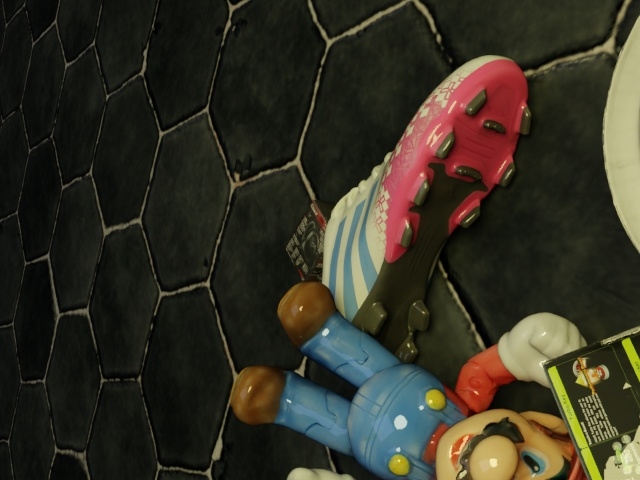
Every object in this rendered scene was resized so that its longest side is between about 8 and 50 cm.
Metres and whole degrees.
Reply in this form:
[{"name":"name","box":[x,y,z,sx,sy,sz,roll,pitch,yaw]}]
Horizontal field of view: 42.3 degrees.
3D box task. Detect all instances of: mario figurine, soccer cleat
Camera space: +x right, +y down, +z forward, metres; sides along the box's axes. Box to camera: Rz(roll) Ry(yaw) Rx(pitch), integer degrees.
[{"name":"mario figurine","box":[0.078,0.137,0.623,0.321,0.170,0.198,23,114,30]},{"name":"soccer cleat","box":[0.067,-0.031,0.765,0.143,0.116,0.331,47,122,44]}]

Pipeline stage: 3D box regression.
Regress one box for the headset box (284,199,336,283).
[{"name":"headset box","box":[0.000,0.000,0.921,0.083,0.032,0.062,-57,45,30]}]

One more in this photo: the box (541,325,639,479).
[{"name":"box","box":[0.253,0.129,0.486,0.184,0.045,0.190,-26,61,17]}]

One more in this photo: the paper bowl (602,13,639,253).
[{"name":"paper bowl","box":[0.283,-0.072,0.408,0.284,0.148,0.284,-17,63,36]}]
